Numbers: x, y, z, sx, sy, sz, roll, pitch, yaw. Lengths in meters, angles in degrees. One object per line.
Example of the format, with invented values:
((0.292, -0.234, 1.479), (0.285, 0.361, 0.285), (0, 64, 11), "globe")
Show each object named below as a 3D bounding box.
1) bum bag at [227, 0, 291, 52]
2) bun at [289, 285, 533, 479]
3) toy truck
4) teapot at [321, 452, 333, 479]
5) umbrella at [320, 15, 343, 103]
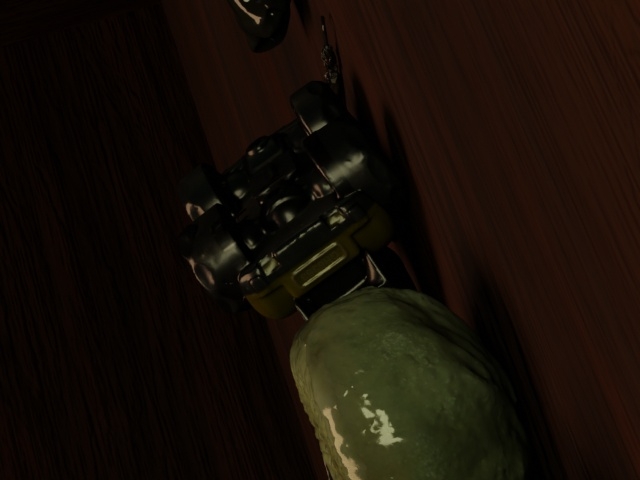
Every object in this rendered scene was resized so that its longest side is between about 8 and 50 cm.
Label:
((-0.082, -0.291, 1.441), (0.142, 0.079, 0.326), (-122, 13, -58), "bum bag")
((0.058, 0.112, 1.052), (0.195, 0.118, 0.195), (158, 90, -88), "bun")
((0.000, 0.000, 1.287), (0.165, 0.147, 0.224), (52, -174, -20), "toy truck")
((0.049, 0.165, 1.418), (0.087, 0.096, 0.177), (-140, 35, -81), "teapot")
((0.009, -0.123, 1.390), (0.122, 0.013, 0.022), (78, -175, -48), "umbrella")
